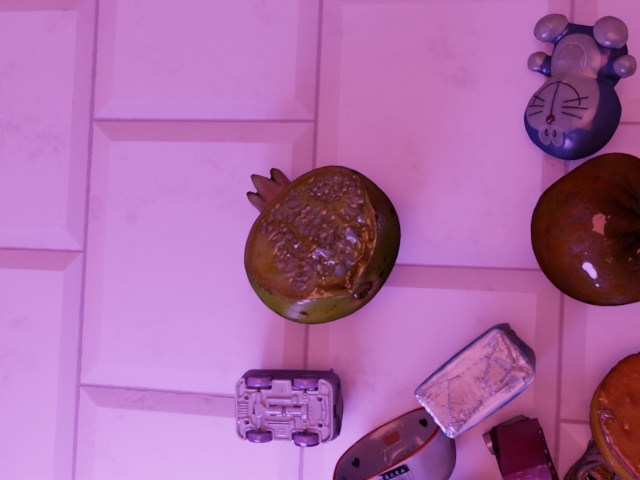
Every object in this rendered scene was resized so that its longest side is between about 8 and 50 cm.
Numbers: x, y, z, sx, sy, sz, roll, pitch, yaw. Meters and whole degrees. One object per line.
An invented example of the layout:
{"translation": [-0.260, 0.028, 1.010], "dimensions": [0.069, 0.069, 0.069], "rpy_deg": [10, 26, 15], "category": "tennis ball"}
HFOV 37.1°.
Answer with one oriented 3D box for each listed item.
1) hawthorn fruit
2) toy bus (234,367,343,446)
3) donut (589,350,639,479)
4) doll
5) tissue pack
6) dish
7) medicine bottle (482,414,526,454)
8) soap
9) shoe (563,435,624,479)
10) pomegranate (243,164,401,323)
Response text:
{"translation": [0.501, -0.013, 1.695], "dimensions": [0.268, 0.301, 0.267], "rpy_deg": [5, 77, -22], "category": "hawthorn fruit"}
{"translation": [-0.056, 0.322, 1.865], "dimensions": [0.203, 0.142, 0.142], "rpy_deg": [0, 88, 14], "category": "toy bus"}
{"translation": [0.595, 0.325, 1.692], "dimensions": [0.253, 0.118, 0.253], "rpy_deg": [3, 65, -7], "category": "donut"}
{"translation": [0.473, -0.280, 1.766], "dimensions": [0.228, 0.154, 0.258], "rpy_deg": [16, 83, 46], "category": "doll"}
{"translation": [0.287, 0.247, 1.723], "dimensions": [0.201, 0.271, 0.124], "rpy_deg": [-36, 81, 10], "category": "tissue pack"}
{"translation": [0.152, 0.426, 1.775], "dimensions": [0.256, 0.256, 0.117], "rpy_deg": [-30, 97, 10], "category": "dish"}
{"translation": [0.357, 0.371, 1.813], "dimensions": [0.089, 0.052, 0.052], "rpy_deg": [-27, 82, 10], "category": "medicine bottle"}
{"translation": [0.398, 0.468, 1.742], "dimensions": [0.099, 0.162, 0.250], "rpy_deg": [-20, 115, 8], "category": "soap"}
{"translation": [0.520, 0.415, 1.753], "dimensions": [0.089, 0.092, 0.180], "rpy_deg": [41, 96, 11], "category": "shoe"}
{"translation": [0.000, 0.000, 1.845], "dimensions": [0.310, 0.216, 0.358], "rpy_deg": [-49, 49, 7], "category": "pomegranate"}
